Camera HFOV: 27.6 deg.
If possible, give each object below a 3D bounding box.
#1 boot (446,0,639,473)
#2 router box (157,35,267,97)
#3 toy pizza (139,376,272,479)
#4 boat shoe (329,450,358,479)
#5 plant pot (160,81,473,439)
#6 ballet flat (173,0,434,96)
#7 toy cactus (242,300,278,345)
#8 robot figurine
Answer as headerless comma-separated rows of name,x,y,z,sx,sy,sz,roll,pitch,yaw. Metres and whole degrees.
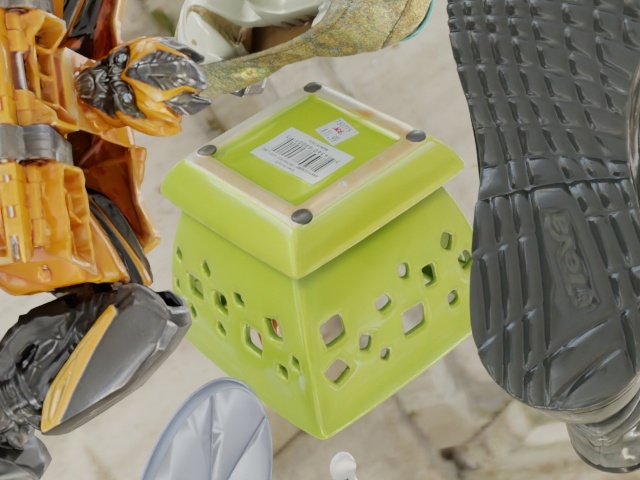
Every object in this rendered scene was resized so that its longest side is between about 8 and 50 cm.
boot,0.106,-0.036,0.522,0.161,0.083,0.247,38,-125,-67
router box,-0.131,-0.207,1.545,0.122,0.092,0.038,19,-78,8
toy pizza,-0.097,0.201,0.992,0.201,0.032,0.201,-34,-51,-56
boat shoe,0.030,0.297,1.705,0.035,0.100,0.035,-23,-127,-2
plant pot,0.000,0.000,1.161,0.227,0.228,0.207,-33,-47,-26
ballet flat,-0.053,-0.210,1.181,0.123,0.348,0.123,4,-95,-43
toy cactus,-0.064,0.012,1.476,0.180,0.112,0.219,40,-132,-7
robot figurine,-0.175,-0.020,0.393,0.085,0.291,0.211,15,-116,-72
